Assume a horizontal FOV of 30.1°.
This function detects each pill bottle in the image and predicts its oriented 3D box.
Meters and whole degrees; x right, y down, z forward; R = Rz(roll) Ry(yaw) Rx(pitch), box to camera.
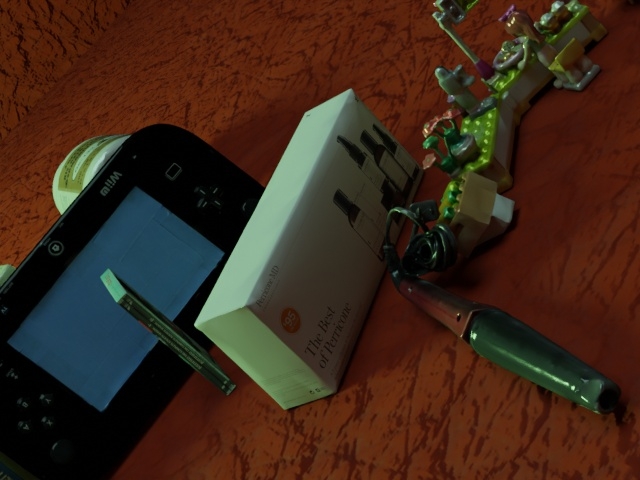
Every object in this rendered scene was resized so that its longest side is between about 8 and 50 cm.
[{"bbox_3d":[-0.231,-0.056,1.361,0.131,0.131,0.229,-51,22,-13],"label":"pill bottle"}]

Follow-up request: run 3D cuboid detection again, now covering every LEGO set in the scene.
[{"bbox_3d":[0.128,-0.126,0.871,0.287,0.107,0.132,-52,23,-18],"label":"LEGO set"}]

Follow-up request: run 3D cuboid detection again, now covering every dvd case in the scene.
[{"bbox_3d":[-0.123,0.072,0.952,0.013,0.119,0.087,-47,21,-5],"label":"dvd case"}]

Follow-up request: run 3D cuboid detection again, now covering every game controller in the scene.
[{"bbox_3d":[-0.175,0.050,1.026,0.319,0.166,0.067,-53,10,-18],"label":"game controller"}]

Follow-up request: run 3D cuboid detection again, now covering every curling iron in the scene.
[{"bbox_3d":[0.094,0.040,0.705,0.035,0.068,0.274,-11,21,-14],"label":"curling iron"}]

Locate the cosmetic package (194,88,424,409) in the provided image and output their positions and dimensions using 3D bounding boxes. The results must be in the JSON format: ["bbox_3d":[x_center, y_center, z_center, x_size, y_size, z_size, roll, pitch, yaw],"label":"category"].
[{"bbox_3d":[0.000,0.000,0.890,0.060,0.099,0.239,-26,30,41],"label":"cosmetic package"}]

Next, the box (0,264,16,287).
[{"bbox_3d":[-0.426,0.161,1.376,0.113,0.094,0.275,-9,42,57],"label":"box"}]

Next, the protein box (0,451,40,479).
[{"bbox_3d":[-0.358,0.241,1.051,0.201,0.136,0.200,-48,22,-7],"label":"protein box"}]
